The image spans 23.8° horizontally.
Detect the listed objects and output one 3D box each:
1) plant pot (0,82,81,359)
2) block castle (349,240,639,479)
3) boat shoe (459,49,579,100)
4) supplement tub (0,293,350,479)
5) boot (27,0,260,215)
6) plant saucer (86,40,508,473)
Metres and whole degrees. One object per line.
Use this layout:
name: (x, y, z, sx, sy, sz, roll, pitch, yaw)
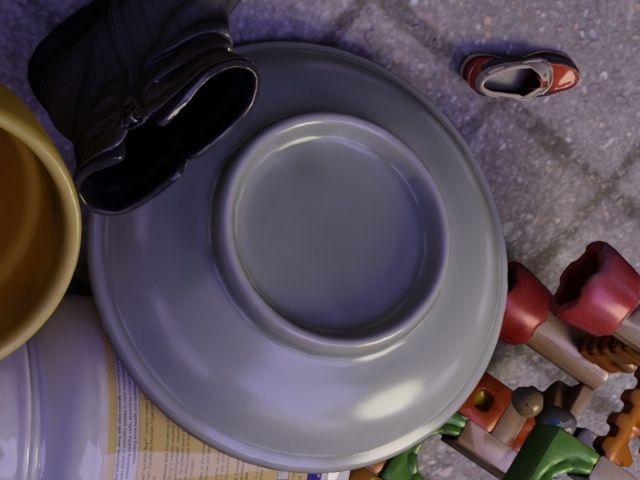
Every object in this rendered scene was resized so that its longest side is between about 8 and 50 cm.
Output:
plant pot: (-0.342, -0.049, 1.205, 0.254, 0.239, 0.254, -12, 123, -20)
block castle: (0.155, 0.221, 1.502, 0.213, 0.303, 0.453, 35, 77, -9)
boat shoe: (0.206, -0.163, 1.525, 0.137, 0.043, 0.049, 0, 117, -27)
supplement tub: (-0.160, 0.172, 1.422, 0.331, 0.241, 0.241, 3, 118, -22)
boot: (-0.091, -0.178, 1.257, 0.118, 0.223, 0.338, 34, 101, -36)
plant saucer: (0.000, 0.000, 1.339, 0.400, 0.100, 0.400, 5, 74, -19)
